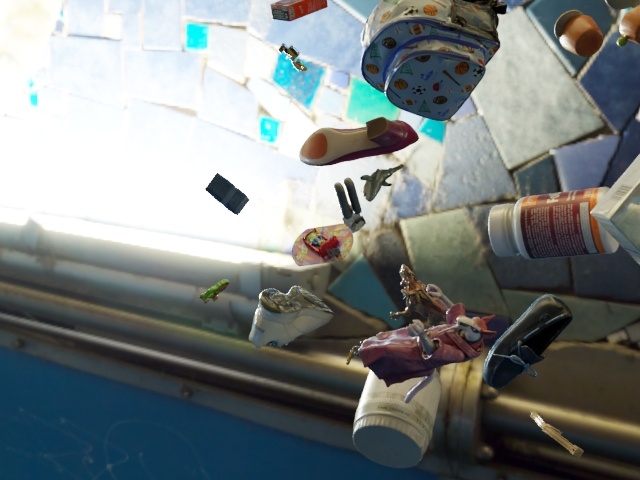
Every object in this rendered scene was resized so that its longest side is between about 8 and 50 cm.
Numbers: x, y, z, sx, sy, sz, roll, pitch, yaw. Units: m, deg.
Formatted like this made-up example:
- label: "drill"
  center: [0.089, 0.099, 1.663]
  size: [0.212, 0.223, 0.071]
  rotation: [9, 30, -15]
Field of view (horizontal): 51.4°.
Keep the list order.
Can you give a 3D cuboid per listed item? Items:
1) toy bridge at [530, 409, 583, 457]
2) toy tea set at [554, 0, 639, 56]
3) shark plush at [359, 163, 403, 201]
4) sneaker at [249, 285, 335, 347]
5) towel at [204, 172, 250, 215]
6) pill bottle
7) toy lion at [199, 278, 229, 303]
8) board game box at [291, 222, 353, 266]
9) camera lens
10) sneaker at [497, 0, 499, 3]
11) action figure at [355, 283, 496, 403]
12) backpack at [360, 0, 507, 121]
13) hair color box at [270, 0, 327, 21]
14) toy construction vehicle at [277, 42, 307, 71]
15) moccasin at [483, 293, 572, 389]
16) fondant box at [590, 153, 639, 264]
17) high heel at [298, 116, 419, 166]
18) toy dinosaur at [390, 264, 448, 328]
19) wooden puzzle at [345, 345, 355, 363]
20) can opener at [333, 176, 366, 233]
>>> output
- label: "toy bridge"
  center: [0.649, 0.535, 1.865]
  size: [0.063, 0.026, 0.188]
  rotation: [31, -174, -31]
- label: "toy tea set"
  center: [0.635, -0.490, 1.336]
  size: [0.336, 0.200, 0.124]
  rotation: [-13, -141, 0]
- label: "shark plush"
  center: [0.186, -0.176, 2.004]
  size: [0.161, 0.073, 0.067]
  rotation: [-30, -123, -27]
- label: "sneaker"
  center: [-0.074, 0.186, 1.580]
  size: [0.111, 0.129, 0.297]
  rotation: [36, -166, 29]
- label: "towel"
  center: [-0.254, -0.125, 1.812]
  size: [0.119, 0.067, 0.029]
  rotation: [41, 158, -14]
- label: "pill bottle"
  center: [0.800, -0.051, 2.290]
  size: [0.392, 0.224, 0.224]
  rotation: [-6, -171, 34]
- label: "toy lion"
  center: [-0.365, 0.173, 2.329]
  size: [0.034, 0.096, 0.100]
  rotation: [47, -162, 13]
- label: "board game box"
  center: [0.000, 0.000, 1.710]
  size: [0.169, 0.033, 0.133]
  rotation: [-8, -134, 17]
- label: "camera lens"
  center: [0.223, 0.481, 1.916]
  size: [0.219, 0.219, 0.274]
  rotation: [7, -138, 18]
- label: "sneaker"
  center: [0.378, -0.577, 1.679]
  size: [0.063, 0.074, 0.170]
  rotation: [11, 151, -29]
- label: "action figure"
  center: [0.272, 0.270, 1.600]
  size: [0.370, 0.275, 0.248]
  rotation: [-22, -170, 43]
- label: "backpack"
  center: [0.216, -0.393, 1.404]
  size: [0.263, 0.276, 0.213]
  rotation: [17, -127, -10]
- label: "hair color box"
  center: [-0.055, -0.618, 1.751]
  size: [0.072, 0.043, 0.141]
  rotation: [22, -136, 40]
- label: "toy construction vehicle"
  center: [-0.078, -0.501, 1.834]
  size: [0.035, 0.098, 0.086]
  rotation: [-45, -166, -4]
- label: "moccasin"
  center: [0.615, 0.317, 1.992]
  size: [0.138, 0.342, 0.117]
  rotation: [20, -161, -31]
- label: "fondant box"
  center: [0.997, -0.063, 1.974]
  size: [0.330, 0.238, 0.096]
  rotation: [39, -179, -21]
- label: "high heel"
  center: [0.112, -0.285, 2.053]
  size: [0.377, 0.127, 0.181]
  rotation: [-6, 168, 41]
- label: "toy dinosaur"
  center: [0.371, 0.222, 2.279]
  size: [0.296, 0.127, 0.200]
  rotation: [27, 152, -2]
- label: "wooden puzzle"
  center: [0.114, 0.436, 2.523]
  size: [0.014, 0.078, 0.116]
  rotation: [24, 161, 13]
- label: "can opener"
  center: [0.094, -0.116, 2.252]
  size: [0.074, 0.280, 0.093]
  rotation: [-28, -122, -5]
